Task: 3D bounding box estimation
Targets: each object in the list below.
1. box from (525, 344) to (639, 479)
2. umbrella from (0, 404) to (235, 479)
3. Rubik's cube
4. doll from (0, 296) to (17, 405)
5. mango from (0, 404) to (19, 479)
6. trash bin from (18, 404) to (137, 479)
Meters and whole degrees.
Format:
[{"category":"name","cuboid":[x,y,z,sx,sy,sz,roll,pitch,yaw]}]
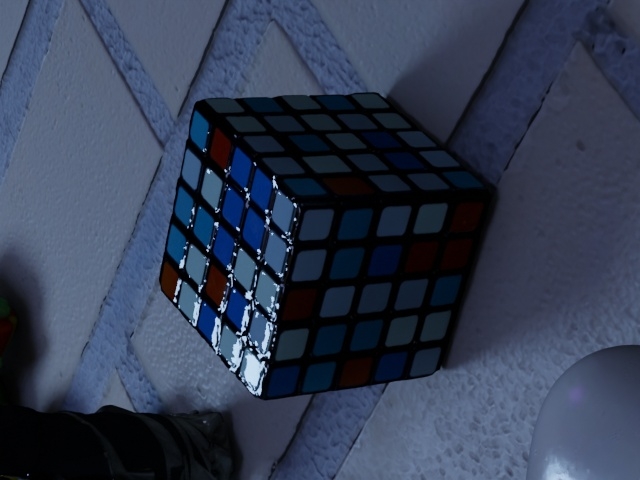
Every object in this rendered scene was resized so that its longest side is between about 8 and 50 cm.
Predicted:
[{"category":"box","cuboid":[0.241,0.258,1.247,0.289,0.141,0.349,28,118,54]},{"category":"umbrella","cuboid":[-0.254,0.204,1.800,0.113,0.358,0.106,2,87,60]},{"category":"Rubik's cube","cuboid":[0.000,0.000,1.537,0.184,0.187,0.182,46,131,47]},{"category":"doll","cuboid":[-0.460,0.215,2.287,0.183,0.160,0.363,37,125,40]},{"category":"mango","cuboid":[-0.377,0.308,2.186,0.130,0.167,0.262,-123,37,-57]},{"category":"trash bin","cuboid":[-0.253,0.290,1.993,0.236,0.101,0.176,-43,28,47]}]
